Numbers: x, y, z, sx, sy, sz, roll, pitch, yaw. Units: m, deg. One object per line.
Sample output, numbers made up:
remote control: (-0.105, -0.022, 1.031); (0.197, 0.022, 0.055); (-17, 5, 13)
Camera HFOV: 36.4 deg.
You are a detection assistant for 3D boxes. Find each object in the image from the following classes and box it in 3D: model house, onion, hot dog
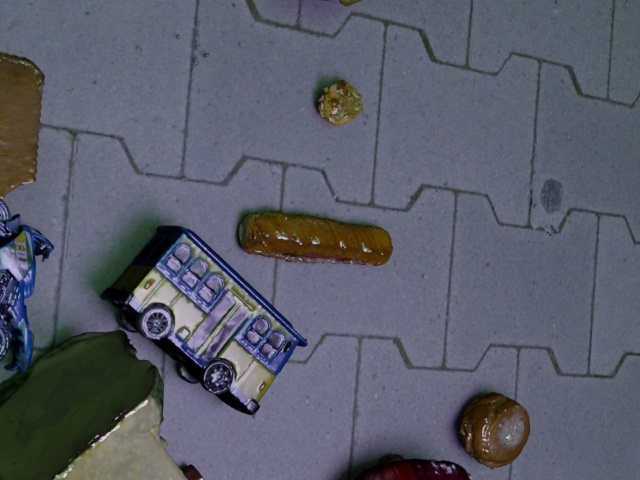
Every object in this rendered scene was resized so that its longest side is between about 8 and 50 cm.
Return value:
model house: (-0.300, 0.314, 1.373); (0.261, 0.321, 0.266); (-40, 119, -20)
onion: (0.146, 0.458, 1.670); (0.252, 0.219, 0.252); (-10, 136, -10)
hot dog: (0.000, -0.001, 1.662); (0.289, 0.068, 0.083); (5, 80, -27)

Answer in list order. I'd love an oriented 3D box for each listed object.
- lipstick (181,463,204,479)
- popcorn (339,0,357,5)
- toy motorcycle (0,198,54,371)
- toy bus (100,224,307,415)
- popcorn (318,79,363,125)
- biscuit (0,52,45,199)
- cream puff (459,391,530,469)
lipstick: (-0.329, 0.467, 1.486); (0.356, 0.057, 0.057); (-32, 105, -25)
popcorn: (0.038, -0.519, 1.577); (0.247, 0.282, 0.282); (-44, 117, -69)
toy motorcycle: (-0.451, 0.063, 1.396); (0.135, 0.092, 0.254); (2, 92, -46)
toy bus: (-0.180, 0.126, 1.522); (0.287, 0.138, 0.175); (45, 71, -21)
popcorn: (0.035, -0.239, 1.686); (0.082, 0.057, 0.083); (11, 82, -29)
biscuit: (-0.515, -0.172, 1.383); (0.237, 0.013, 0.232); (8, 74, -30)
cream puff: (0.320, 0.350, 1.813); (0.144, 0.103, 0.126); (-35, 111, -24)
